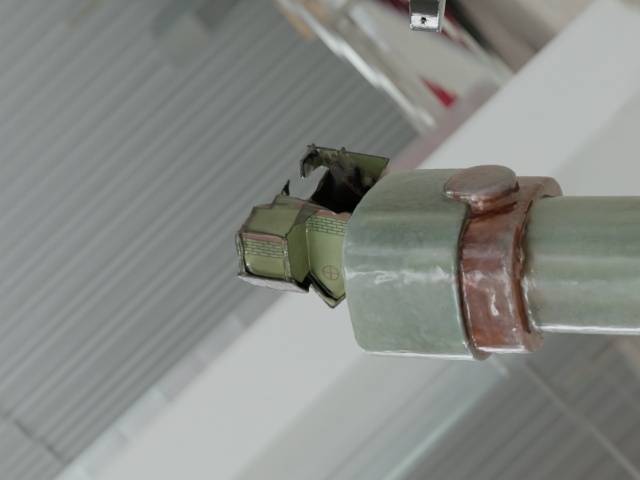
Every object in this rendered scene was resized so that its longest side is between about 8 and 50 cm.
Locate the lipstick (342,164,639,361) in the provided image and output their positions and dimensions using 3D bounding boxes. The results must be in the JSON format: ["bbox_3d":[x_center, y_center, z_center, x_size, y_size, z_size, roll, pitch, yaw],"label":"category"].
[{"bbox_3d":[0.104,0.006,0.580,0.063,0.186,0.057,-48,-48,-55],"label":"lipstick"}]

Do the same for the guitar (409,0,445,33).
[{"bbox_3d":[0.089,-0.265,1.410,0.025,0.233,0.088,7,162,6],"label":"guitar"}]

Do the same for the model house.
[{"bbox_3d":[0.000,0.000,0.938,0.057,0.083,0.058,10,129,19],"label":"model house"}]
